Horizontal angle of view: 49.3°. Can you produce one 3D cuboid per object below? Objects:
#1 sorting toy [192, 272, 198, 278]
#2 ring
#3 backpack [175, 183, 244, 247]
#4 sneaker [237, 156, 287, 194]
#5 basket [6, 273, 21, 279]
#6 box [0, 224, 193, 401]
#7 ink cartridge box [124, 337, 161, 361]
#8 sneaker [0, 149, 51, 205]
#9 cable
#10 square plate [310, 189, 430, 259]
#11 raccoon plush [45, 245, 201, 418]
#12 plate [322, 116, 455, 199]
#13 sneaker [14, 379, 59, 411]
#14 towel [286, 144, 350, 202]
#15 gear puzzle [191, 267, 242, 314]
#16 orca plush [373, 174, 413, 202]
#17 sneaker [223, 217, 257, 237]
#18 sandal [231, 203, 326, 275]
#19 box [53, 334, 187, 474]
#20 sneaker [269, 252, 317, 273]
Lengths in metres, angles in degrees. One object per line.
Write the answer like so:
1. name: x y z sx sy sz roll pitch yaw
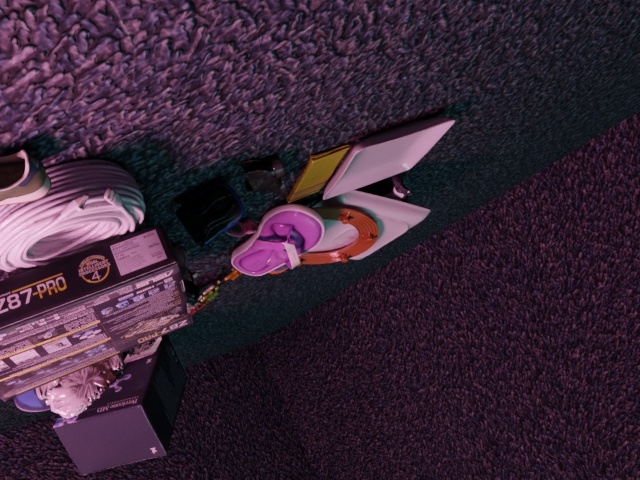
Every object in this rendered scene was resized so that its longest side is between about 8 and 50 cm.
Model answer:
1. sorting toy: -0.391 0.122 2.030 0.083 0.045 0.075 -36 -176 42
2. ring: 0.000 0.000 1.973 0.336 0.032 0.337 -5 153 -2
3. backpack: -0.218 -0.062 1.415 0.120 0.098 0.101 -35 -171 6
4. sneaker: -0.119 -0.127 1.444 0.089 0.051 0.170 -24 164 -9
5. basket: -0.585 0.163 1.465 0.227 0.154 0.204 102 8 -68
6. box: -0.439 0.140 1.266 0.394 0.097 0.318 -22 156 -14
7. ink cartridge box: -0.569 0.319 2.167 0.115 0.067 0.198 -15 163 -27
8. sneaker: -0.462 -0.071 0.925 0.192 0.064 0.086 -22 161 -19
9. cable: -0.413 -0.033 1.127 0.257 0.089 0.257 -25 170 4
10. square plate: 0.090 -0.030 2.037 0.347 0.049 0.344 11 150 -36
11. raccoon plush: -0.448 0.186 1.586 0.446 0.216 0.299 -45 174 -17
12. plate: 0.153 -0.207 1.681 0.277 0.045 0.278 -20 168 -23
13. sneaker: -0.768 0.396 2.064 0.322 0.130 0.236 -16 157 -13
14. towel: -0.010 -0.156 1.629 0.102 0.021 0.237 -25 169 -23
15. gear puzzle: -0.350 0.178 2.191 0.339 0.044 0.175 -39 -179 13
16. orca plush: 0.191 -0.137 2.073 0.151 0.102 0.287 19 153 1
17. sneaker: -0.210 -0.025 1.734 0.057 0.047 0.119 -19 173 32
18. sandal: -0.113 0.030 1.859 0.169 0.102 0.416 20 150 -20
19. box: -0.634 0.519 2.271 0.293 0.212 0.395 -15 -154 7
20. sneaker: -0.083 0.037 2.202 0.221 0.083 0.087 -29 161 2
